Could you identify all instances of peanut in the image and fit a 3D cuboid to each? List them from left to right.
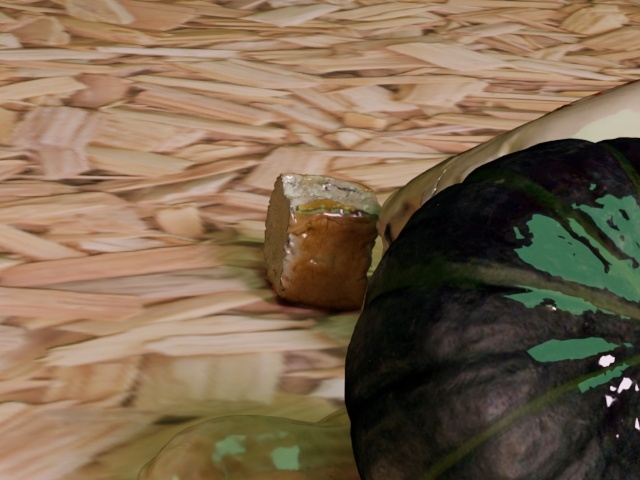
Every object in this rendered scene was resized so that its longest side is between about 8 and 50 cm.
[{"bbox_3d":[0.000,0.122,0.768,0.187,0.082,0.082,-4,26,-22],"label":"peanut"}]

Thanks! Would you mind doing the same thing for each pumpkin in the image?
[{"bbox_3d":[0.135,0.077,0.687,0.249,0.216,0.250,-1,52,1],"label":"pumpkin"}]

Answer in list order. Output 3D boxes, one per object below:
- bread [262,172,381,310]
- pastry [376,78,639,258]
[{"bbox_3d":[0.001,-0.001,1.049,0.070,0.083,0.077,7,22,-13],"label":"bread"},{"bbox_3d":[0.162,-0.017,0.977,0.264,0.133,0.265,-24,1,0],"label":"pastry"}]
